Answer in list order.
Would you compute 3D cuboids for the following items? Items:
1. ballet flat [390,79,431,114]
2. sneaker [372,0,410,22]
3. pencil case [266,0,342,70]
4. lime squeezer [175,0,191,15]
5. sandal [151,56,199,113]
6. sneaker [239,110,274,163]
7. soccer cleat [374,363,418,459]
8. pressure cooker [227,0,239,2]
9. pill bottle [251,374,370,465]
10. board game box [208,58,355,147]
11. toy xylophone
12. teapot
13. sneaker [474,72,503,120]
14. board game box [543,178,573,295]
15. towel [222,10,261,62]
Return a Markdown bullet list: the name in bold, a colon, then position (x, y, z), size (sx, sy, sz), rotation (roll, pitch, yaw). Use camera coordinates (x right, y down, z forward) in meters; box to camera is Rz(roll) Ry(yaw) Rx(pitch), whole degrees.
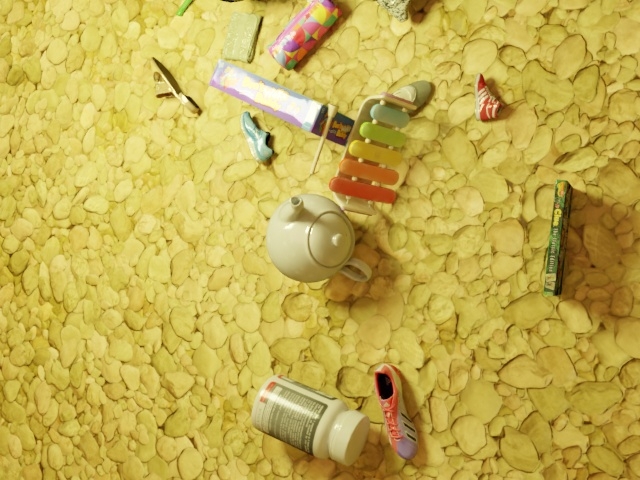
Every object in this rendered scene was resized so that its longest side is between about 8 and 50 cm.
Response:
- **ballet flat**: position (0.192, -0.355, 1.829), size (0.213, 0.068, 0.072), rotation (-29, 75, 22)
- **sneaker**: position (0.296, -0.728, 1.790), size (0.410, 0.158, 0.182), rotation (-41, 102, 17)
- **pencil case**: position (-0.048, -0.590, 1.945), size (0.236, 0.104, 0.104), rotation (-48, 69, 17)
- **lime squeezer**: position (-0.361, -0.839, 2.149), size (0.110, 0.059, 0.310), rotation (28, 102, 55)
- **sandal**: position (-0.476, -0.462, 2.155), size (0.079, 0.088, 0.240), rotation (-44, 75, 11)
- **sneaker**: position (-0.181, -0.305, 2.026), size (0.073, 0.063, 0.162), rotation (-24, 81, 5)
- **soccer cleat**: position (0.185, 0.437, 1.772), size (0.083, 0.095, 0.248), rotation (-16, 80, 25)
- **pressure cooker**: position (-0.154, -0.876, 1.861), size (0.421, 0.375, 0.369), rotation (-17, 77, 25)
- **pill bottle**: position (-0.025, 0.476, 1.837), size (0.283, 0.161, 0.161), rotation (18, 95, 26)
- **board game box**: position (-0.095, -0.367, 1.880), size (0.347, 0.233, 0.078), rotation (28, 99, 24)
- **toy xylophone**: position (0.106, -0.224, 1.774), size (0.081, 0.236, 0.322), rotation (41, 124, 55)
- **teapot**: position (0.000, 0.000, 1.794), size (0.187, 0.256, 0.252), rotation (6, 102, 52)
- **sneaker**: position (0.419, -0.359, 1.731), size (0.067, 0.042, 0.118), rotation (-1, 94, 30)
- **board game box**: position (0.546, -0.003, 1.597), size (0.030, 0.136, 0.259), rotation (6, 91, 23)
- **towel**: position (-0.238, -0.608, 2.079), size (0.110, 0.027, 0.148), rotation (16, 94, 27)
